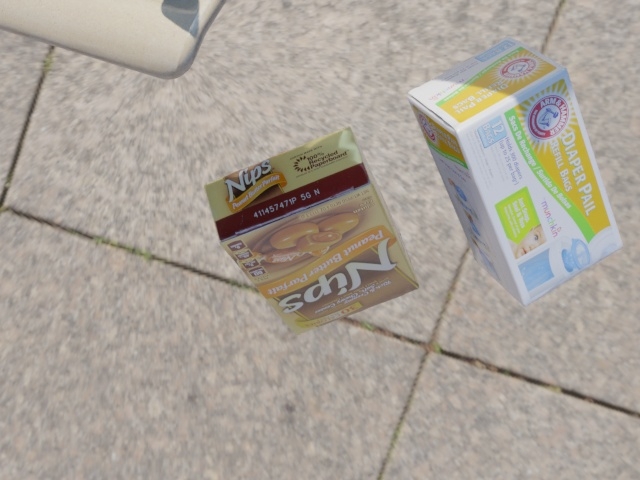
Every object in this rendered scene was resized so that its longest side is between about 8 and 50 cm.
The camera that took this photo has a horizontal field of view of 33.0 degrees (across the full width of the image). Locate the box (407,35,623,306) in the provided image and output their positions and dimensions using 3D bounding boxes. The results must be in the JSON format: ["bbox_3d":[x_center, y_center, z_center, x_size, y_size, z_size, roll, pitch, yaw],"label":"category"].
[{"bbox_3d":[0.177,-0.063,0.976,0.114,0.103,0.203,-31,122,-5],"label":"box"}]

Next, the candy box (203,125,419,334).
[{"bbox_3d":[0.000,0.000,1.325,0.182,0.316,0.088,-21,62,6],"label":"candy box"}]

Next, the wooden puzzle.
[{"bbox_3d":[-0.178,-0.329,0.915,0.322,0.080,0.348,19,70,18],"label":"wooden puzzle"}]
